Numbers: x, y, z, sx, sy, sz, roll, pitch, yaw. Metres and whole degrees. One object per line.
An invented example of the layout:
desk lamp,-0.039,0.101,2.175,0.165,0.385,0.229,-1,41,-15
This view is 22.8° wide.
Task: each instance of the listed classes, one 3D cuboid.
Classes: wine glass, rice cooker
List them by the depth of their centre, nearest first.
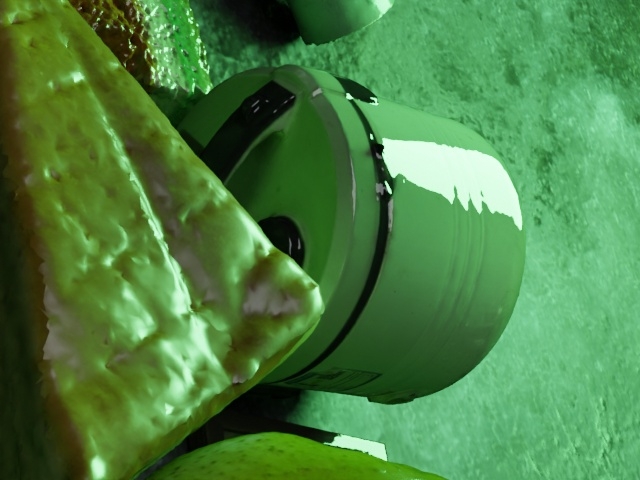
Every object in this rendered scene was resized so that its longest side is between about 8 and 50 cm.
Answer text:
rice cooker,0.000,0.000,1.086,0.244,0.226,0.226,10,55,-45
wine glass,-0.021,-0.282,1.317,0.231,0.103,0.103,65,32,-23

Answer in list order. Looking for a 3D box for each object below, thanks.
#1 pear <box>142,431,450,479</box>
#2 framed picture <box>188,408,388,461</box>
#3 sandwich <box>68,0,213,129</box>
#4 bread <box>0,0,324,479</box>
pear,-0.021,0.238,0.819,0.294,0.294,0.294,28,44,-31
framed picture,-0.012,0.186,1.077,0.168,0.023,0.128,18,50,-39
sandwich,-0.168,-0.142,1.093,0.160,0.109,0.184,-18,76,-54
bread,-0.213,-0.008,0.844,0.361,0.233,0.245,53,38,4
